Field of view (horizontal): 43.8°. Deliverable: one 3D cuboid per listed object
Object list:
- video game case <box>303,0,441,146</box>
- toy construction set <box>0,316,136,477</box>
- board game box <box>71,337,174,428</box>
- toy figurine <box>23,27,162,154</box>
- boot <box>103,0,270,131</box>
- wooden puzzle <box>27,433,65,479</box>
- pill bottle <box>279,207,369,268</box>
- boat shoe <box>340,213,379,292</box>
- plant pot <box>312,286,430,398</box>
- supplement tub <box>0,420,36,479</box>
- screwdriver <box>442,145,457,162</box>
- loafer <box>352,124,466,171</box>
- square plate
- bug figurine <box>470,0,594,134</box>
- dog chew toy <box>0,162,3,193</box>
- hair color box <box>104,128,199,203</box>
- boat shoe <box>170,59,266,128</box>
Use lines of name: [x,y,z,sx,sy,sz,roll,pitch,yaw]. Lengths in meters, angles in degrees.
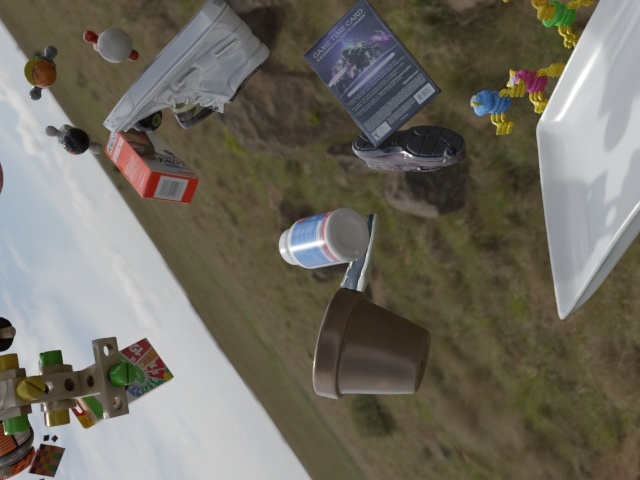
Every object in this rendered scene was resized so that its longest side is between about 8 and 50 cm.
video game case: [0.114,-0.378,1.799,0.274,0.196,0.026,52,-155,4]
toy construction set: [-0.414,0.258,1.191,0.257,0.237,0.309,47,-141,-50]
board game box: [-0.477,0.331,1.866,0.124,0.259,0.039,52,133,10]
toy figurine: [-0.410,-0.265,1.436,0.148,0.209,0.213,31,142,65]
boot: [-0.192,-0.218,1.146,0.123,0.258,0.095,41,-156,-21]
wooden puzzle: [-0.443,0.355,1.288,0.006,0.083,0.049,10,165,40]
pill bottle: [0.000,0.000,1.845,0.221,0.124,0.124,-12,114,52]
boat shoe: [0.106,0.034,2.170,0.079,0.095,0.254,18,128,12]
plant pot: [0.129,0.261,1.852,0.229,0.263,0.263,13,155,16]
supplement tub: [-0.583,0.320,1.404,0.117,0.117,0.190,-149,39,-70]
screwdriver: [0.217,-0.139,1.358,0.170,0.024,0.025,37,-144,-82]
loafer: [0.225,-0.217,1.952,0.302,0.109,0.095,7,148,34]
square plate: [0.344,-0.138,0.915,0.347,0.049,0.344,106,173,-50]
bug figurine: [0.341,-0.315,1.299,0.072,0.216,0.279,33,117,37]
dog chew toy: [-0.764,-0.048,1.629,0.206,0.207,0.331,-155,70,-73]
hair color box: [-0.284,-0.128,1.335,0.093,0.053,0.167,6,-154,-42]
boat shoe: [-0.183,-0.283,1.446,0.080,0.223,0.073,28,146,33]
